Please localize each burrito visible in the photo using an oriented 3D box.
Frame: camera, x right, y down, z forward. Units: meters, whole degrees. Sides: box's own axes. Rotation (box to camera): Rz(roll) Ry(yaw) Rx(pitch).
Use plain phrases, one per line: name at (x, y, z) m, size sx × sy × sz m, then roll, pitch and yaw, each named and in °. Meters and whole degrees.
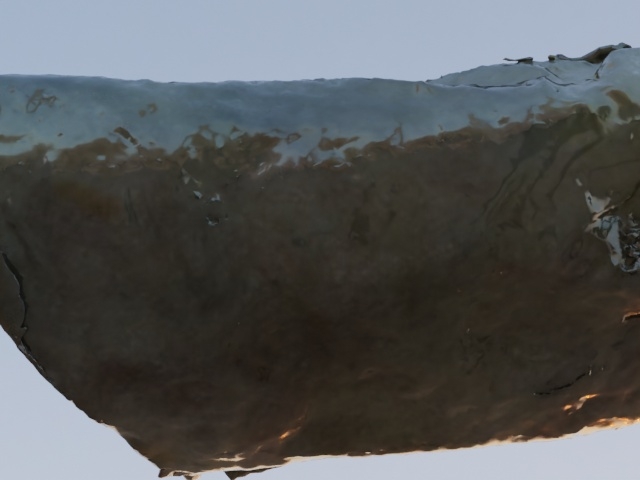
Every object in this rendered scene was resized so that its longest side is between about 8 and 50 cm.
burrito at (-0.001, 0.013, 0.746) m, size 0.347 × 0.107 × 0.175 m, roll -1°, pitch -80°, yaw -5°
